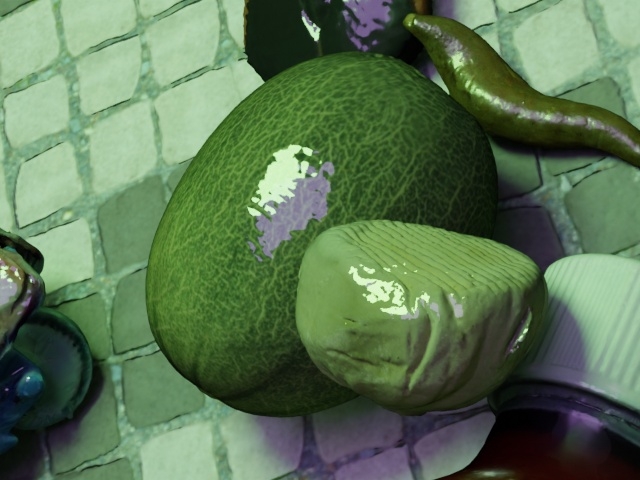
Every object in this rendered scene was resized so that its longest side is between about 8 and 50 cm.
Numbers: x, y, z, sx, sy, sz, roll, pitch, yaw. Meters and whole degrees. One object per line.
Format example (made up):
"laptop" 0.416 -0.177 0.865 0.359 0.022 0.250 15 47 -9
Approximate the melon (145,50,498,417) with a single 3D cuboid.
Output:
"melon" 0.000 0.000 1.342 0.237 0.237 0.301 39 90 34

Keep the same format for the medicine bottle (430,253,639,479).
"medicine bottle" 0.159 0.212 1.180 0.242 0.242 0.395 12 59 30

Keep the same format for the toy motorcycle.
"toy motorcycle" -0.368 0.116 1.497 0.319 0.182 0.241 -37 79 -2

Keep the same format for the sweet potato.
"sweet potato" 0.169 -0.109 1.417 0.249 0.059 0.069 33 106 23

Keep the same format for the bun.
"bun" 0.065 0.057 1.156 0.166 0.173 0.113 7 106 -1

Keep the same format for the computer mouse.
"computer mouse" 0.017 -0.273 1.532 0.183 0.116 0.323 -9 65 28
